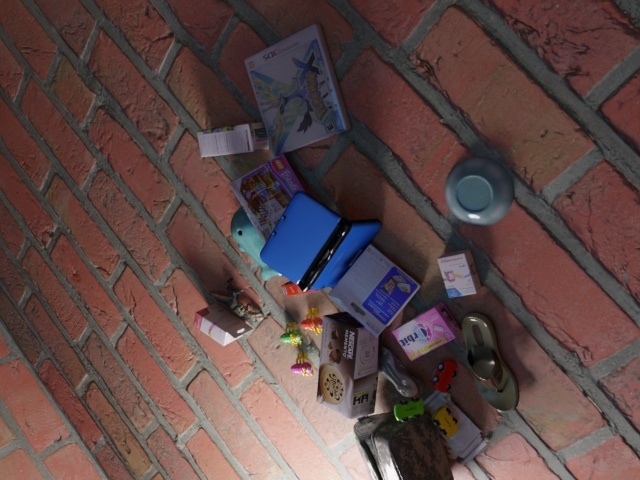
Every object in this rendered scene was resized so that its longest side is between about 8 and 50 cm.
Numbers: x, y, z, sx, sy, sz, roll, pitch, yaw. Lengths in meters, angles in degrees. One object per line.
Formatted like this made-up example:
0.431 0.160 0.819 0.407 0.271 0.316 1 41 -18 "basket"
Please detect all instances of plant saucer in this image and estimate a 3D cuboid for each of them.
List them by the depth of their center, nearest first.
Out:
0.425 -0.129 1.631 0.195 0.037 0.194 10 109 30 "plant saucer"

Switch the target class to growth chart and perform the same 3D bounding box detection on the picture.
0.407 0.580 1.866 0.237 0.021 0.172 49 125 12 "growth chart"

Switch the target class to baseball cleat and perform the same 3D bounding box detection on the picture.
0.251 0.423 1.893 0.072 0.109 0.206 -51 44 16 "baseball cleat"

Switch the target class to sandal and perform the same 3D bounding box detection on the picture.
0.470 0.356 1.715 0.120 0.086 0.302 -21 92 36 "sandal"

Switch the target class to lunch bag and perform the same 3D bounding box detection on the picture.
0.248 0.703 1.902 0.256 0.213 0.305 -17 96 56 "lunch bag"

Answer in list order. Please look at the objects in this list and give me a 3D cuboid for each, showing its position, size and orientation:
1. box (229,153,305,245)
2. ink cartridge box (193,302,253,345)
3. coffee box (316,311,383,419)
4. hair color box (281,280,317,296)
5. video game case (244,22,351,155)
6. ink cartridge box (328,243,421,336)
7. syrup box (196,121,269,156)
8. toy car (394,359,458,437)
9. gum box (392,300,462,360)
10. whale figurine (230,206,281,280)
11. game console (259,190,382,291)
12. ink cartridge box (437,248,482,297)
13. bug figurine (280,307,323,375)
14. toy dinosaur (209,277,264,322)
-0.135 -0.105 1.934 0.201 0.057 0.293 -29 86 -3 "box"
-0.365 0.324 2.247 0.198 0.115 0.067 28 117 25 "ink cartridge box"
0.092 0.392 1.908 0.168 0.119 0.297 14 101 48 "coffee box"
-0.056 0.151 2.016 0.141 0.072 0.043 -14 97 35 "hair color box"
-0.077 -0.461 1.868 0.300 0.036 0.328 -14 96 36 "video game case"
0.165 0.152 1.832 0.206 0.045 0.208 41 93 17 "ink cartridge box"
-0.295 -0.340 2.015 0.237 0.093 0.096 -1 103 34 "syrup box"
0.308 0.482 1.782 0.053 0.225 0.238 -174 79 -64 "toy car"
0.324 0.271 1.802 0.188 0.062 0.107 -38 82 36 "gum box"
-0.213 0.007 2.032 0.216 0.141 0.271 -15 92 36 "whale figurine"
0.000 0.000 1.846 0.173 0.250 0.293 53 127 27 "game console"
0.396 0.093 1.707 0.089 0.052 0.122 -15 94 36 "ink cartridge box"
-0.035 0.382 2.071 0.216 0.072 0.278 -16 95 36 "bug figurine"
-0.326 0.214 2.226 0.268 0.064 0.118 26 124 29 "toy dinosaur"
